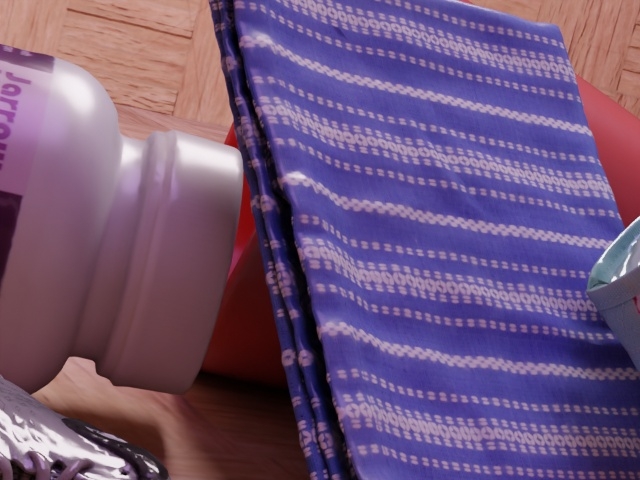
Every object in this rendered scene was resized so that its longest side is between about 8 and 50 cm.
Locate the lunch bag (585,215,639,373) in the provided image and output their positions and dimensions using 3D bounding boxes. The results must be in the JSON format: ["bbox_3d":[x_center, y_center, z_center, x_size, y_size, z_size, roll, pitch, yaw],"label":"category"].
[{"bbox_3d":[0.262,0.042,0.769,0.262,0.223,0.160,-37,4,-38],"label":"lunch bag"}]

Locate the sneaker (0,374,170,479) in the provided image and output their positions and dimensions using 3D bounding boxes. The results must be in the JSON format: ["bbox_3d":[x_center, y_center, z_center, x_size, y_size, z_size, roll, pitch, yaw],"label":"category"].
[{"bbox_3d":[-0.115,0.084,0.526,0.132,0.086,0.228,19,8,14],"label":"sneaker"}]

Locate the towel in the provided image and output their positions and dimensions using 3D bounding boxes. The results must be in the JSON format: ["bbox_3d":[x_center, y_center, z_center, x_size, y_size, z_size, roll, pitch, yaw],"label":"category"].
[{"bbox_3d":[0.075,0.013,0.743,0.243,0.336,0.040,9,-35,-38],"label":"towel"}]

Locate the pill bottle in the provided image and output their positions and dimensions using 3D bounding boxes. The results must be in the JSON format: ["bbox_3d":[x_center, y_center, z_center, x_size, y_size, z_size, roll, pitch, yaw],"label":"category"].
[{"bbox_3d":[-0.196,-0.018,0.767,0.301,0.169,0.169,12,8,-12],"label":"pill bottle"}]

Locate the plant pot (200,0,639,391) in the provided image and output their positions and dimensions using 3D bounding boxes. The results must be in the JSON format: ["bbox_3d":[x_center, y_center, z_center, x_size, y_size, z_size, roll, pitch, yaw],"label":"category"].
[{"bbox_3d":[0.069,-0.012,0.964,0.243,0.275,0.275,22,7,-12],"label":"plant pot"}]
